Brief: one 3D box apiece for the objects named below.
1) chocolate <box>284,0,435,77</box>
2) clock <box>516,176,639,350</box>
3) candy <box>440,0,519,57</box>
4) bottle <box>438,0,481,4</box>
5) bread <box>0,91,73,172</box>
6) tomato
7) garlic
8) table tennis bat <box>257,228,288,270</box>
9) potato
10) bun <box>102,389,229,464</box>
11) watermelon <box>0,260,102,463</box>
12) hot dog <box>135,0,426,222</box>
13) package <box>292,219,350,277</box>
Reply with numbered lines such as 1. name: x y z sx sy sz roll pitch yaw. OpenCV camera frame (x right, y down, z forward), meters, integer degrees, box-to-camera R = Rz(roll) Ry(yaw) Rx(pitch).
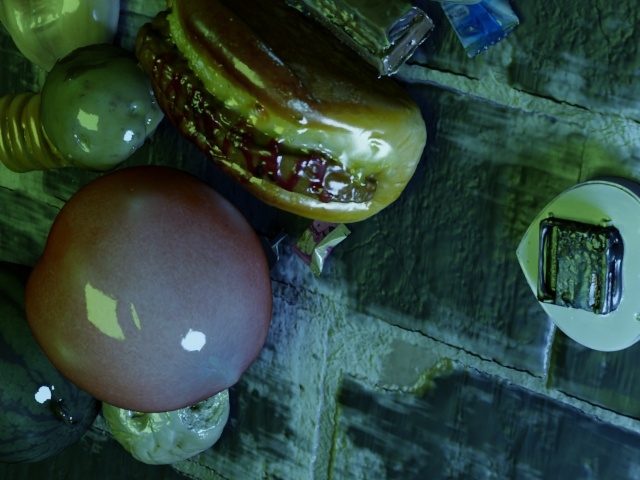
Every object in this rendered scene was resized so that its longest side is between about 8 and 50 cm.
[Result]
1. chocolate: -0.006 -0.325 1.764 0.102 0.065 0.329 -46 68 -5
2. clock: 0.297 0.026 1.656 0.172 0.064 0.198 11 108 34
3. candy: 0.170 -0.284 1.684 0.088 0.038 0.136 -24 97 43
4. bottle: 0.124 -0.442 1.559 0.229 0.229 0.351 16 92 34
5. bread: -0.409 -0.160 2.140 0.177 0.084 0.119 -3 101 34
6. tomato: -0.215 0.074 1.897 0.321 0.321 0.321 11 109 35
7. garlic: -0.376 -0.337 2.050 0.217 0.110 0.228 -30 84 36
8. table tennis bat: -0.070 0.011 1.972 0.083 0.007 0.050 -44 74 38
9. potato: -0.289 -0.178 1.942 0.262 0.165 0.165 -127 36 -69
10. bun: -0.225 0.233 2.079 0.193 0.128 0.178 -12 94 37
11. watermelon: -0.458 0.181 2.142 0.359 0.279 0.279 33 121 33
12. hot dog: -0.074 -0.186 1.784 0.405 0.223 0.185 43 121 20
13. package: 0.000 0.000 1.902 0.059 0.029 0.083 47 116 27
